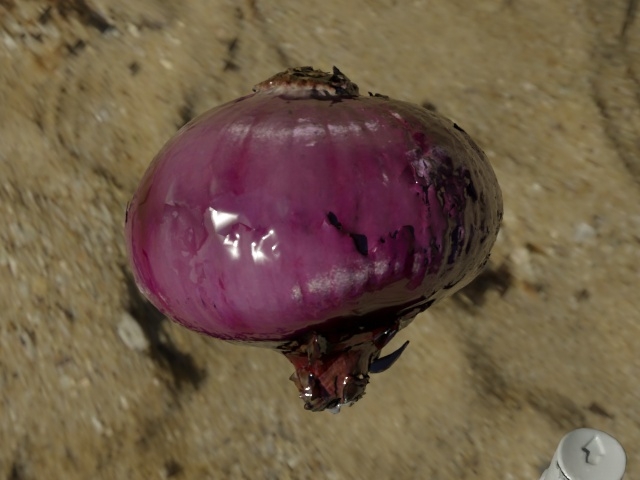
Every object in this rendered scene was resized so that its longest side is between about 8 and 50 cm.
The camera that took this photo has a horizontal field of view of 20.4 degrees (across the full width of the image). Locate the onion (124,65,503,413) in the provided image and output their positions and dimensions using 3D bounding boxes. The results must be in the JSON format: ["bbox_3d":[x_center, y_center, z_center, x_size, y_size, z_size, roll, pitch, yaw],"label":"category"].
[{"bbox_3d":[0.000,0.000,0.534,0.115,0.115,0.104,-8,86,-14],"label":"onion"}]

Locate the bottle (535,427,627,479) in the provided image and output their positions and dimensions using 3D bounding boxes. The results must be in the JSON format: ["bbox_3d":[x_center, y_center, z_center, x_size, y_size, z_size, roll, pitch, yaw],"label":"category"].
[{"bbox_3d":[0.092,0.142,0.740,0.060,0.060,0.217,-9,145,-14],"label":"bottle"}]
